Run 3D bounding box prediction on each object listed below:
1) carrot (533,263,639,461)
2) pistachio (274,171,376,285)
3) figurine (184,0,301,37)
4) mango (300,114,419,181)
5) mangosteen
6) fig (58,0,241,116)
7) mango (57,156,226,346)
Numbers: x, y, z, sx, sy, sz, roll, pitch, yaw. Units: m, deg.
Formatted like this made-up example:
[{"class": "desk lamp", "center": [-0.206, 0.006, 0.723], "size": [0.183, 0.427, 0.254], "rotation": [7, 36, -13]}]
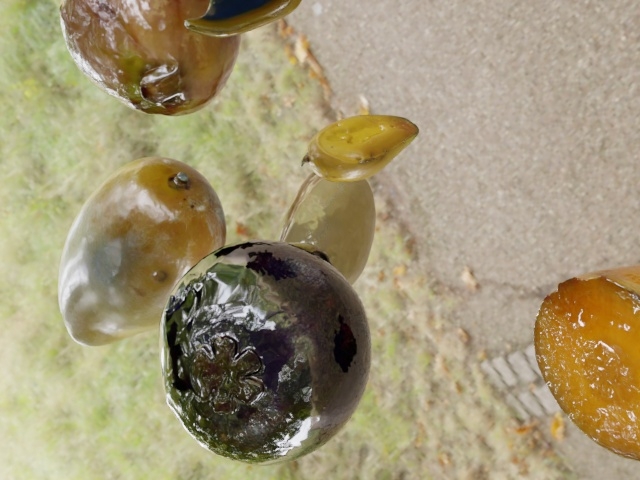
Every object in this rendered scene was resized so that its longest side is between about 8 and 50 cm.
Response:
[{"class": "carrot", "center": [0.318, 0.071, 0.758], "size": [0.159, 0.225, 0.159], "rotation": [44, 144, 43]}, {"class": "pistachio", "center": [0.000, 0.000, 1.575], "size": [0.162, 0.293, 0.181], "rotation": [3, 149, 45]}, {"class": "figurine", "center": [-0.046, -0.431, 0.773], "size": [0.268, 0.387, 0.401], "rotation": [115, 134, -80]}, {"class": "mango", "center": [0.057, -0.137, 1.315], "size": [0.101, 0.187, 0.066], "rotation": [54, 158, 31]}, {"class": "mangosteen", "center": [-0.044, 0.089, 0.796], "size": [0.194, 0.194, 0.230], "rotation": [50, -164, -3]}, {"class": "fig", "center": [-0.211, -0.267, 1.140], "size": [0.263, 0.224, 0.224], "rotation": [51, 162, 16]}, {"class": "mango", "center": [-0.265, 0.028, 1.302], "size": [0.221, 0.199, 0.384], "rotation": [49, 129, 10]}]
